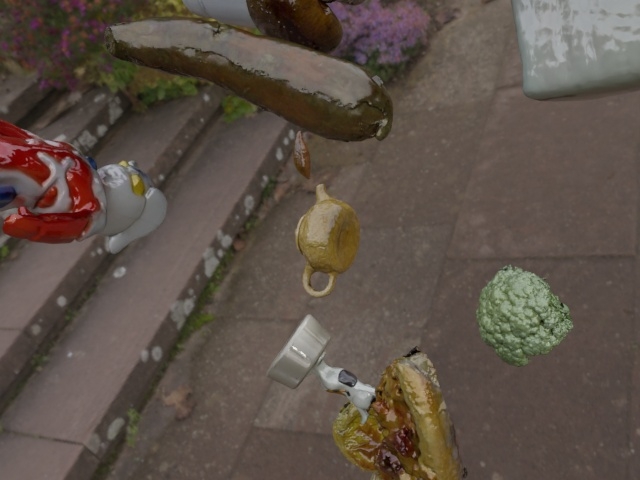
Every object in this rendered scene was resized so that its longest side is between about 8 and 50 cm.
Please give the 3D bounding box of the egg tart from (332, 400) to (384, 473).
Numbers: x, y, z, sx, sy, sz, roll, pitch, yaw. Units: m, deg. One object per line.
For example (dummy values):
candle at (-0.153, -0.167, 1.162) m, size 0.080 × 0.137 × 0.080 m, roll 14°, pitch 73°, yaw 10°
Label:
egg tart at (0.150, 0.512, 1.792) m, size 0.240 × 0.241 × 0.106 m, roll -12°, pitch 16°, yaw 23°

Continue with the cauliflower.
cauliflower at (0.560, 0.193, 1.784) m, size 0.250 × 0.272 × 0.275 m, roll 0°, pitch 47°, yaw -23°

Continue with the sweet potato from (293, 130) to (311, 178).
sweet potato at (-0.037, -0.164, 1.294) m, size 0.034 × 0.095 × 0.034 m, roll -11°, pitch 9°, yaw 2°

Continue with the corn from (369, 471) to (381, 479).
corn at (0.203, 0.523, 1.194) m, size 0.119 × 0.321 × 0.119 m, roll -46°, pitch 13°, yaw 14°

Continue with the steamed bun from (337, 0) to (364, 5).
steamed bun at (-0.022, -0.445, 0.800) m, size 0.251 × 0.301 × 0.199 m, roll 37°, pitch 99°, yaw 18°

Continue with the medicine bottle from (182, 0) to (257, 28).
medicine bottle at (-0.161, -0.502, 1.338) m, size 0.252 × 0.145 × 0.144 m, roll 18°, pitch 56°, yaw 36°

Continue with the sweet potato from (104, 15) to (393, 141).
sweet potato at (-0.061, -0.155, 0.605) m, size 0.273 × 0.075 × 0.075 m, roll 20°, pitch 49°, yaw 4°

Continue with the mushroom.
mushroom at (-0.028, -0.260, 0.753) m, size 0.087 × 0.127 × 0.127 m, roll -50°, pitch 38°, yaw -6°

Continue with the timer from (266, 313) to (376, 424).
timer at (0.028, 0.317, 1.554) m, size 0.175 × 0.266 × 0.175 m, roll -55°, pitch -1°, yaw -2°

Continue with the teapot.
teapot at (0.000, 0.000, 1.831) m, size 0.166 × 0.203 × 0.312 m, roll 6°, pitch 87°, yaw 28°

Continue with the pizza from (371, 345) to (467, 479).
pizza at (0.110, 0.252, 0.805) m, size 0.085 × 0.306 × 0.161 m, roll -20°, pitch 33°, yaw -12°

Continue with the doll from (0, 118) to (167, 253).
doll at (-0.287, -0.061, 0.642) m, size 0.099 × 0.384 × 0.188 m, roll -45°, pitch 67°, yaw 12°

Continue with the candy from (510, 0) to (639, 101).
candy at (0.320, -0.229, 0.492) m, size 0.145 × 0.208 × 0.358 m, roll -15°, pitch 10°, yaw -41°
